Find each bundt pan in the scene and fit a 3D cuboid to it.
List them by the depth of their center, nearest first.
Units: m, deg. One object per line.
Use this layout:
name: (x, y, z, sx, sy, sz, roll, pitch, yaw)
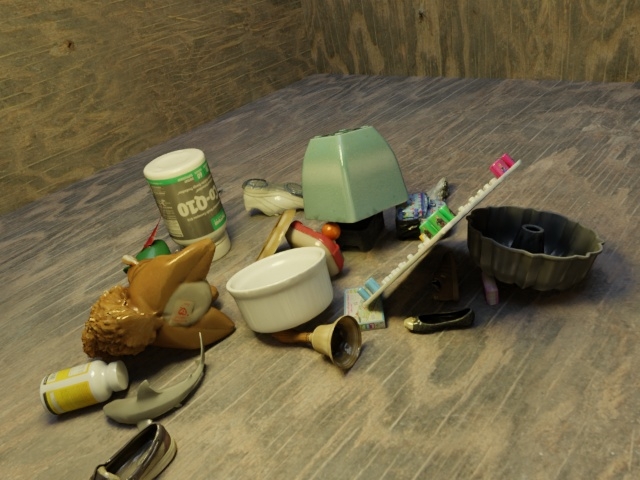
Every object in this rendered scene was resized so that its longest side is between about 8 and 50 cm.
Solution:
bundt pan: (0.533, 0.022, 1.256, 0.331, 0.124, 0.331, 3, 26, -1)

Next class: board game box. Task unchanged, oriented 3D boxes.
board game box: (0.294, -0.026, 1.240, 0.050, 0.390, 0.390, 48, 52, 10)
board game box: (0.116, 0.179, 1.304, 0.104, 0.026, 0.154, -8, 32, 8)

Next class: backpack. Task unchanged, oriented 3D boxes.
backpack: (0.331, -0.081, 1.555, 0.173, 0.116, 0.158, -1, 33, 17)

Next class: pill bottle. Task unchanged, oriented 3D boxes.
pill bottle: (-0.583, 0.359, 1.210, 0.184, 0.103, 0.103, -15, 31, -3)
pill bottle: (-0.439, -0.110, 1.657, 0.204, 0.361, 0.204, -10, 32, 6)

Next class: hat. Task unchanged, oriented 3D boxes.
hat: (-0.557, 0.007, 1.621, 0.209, 0.183, 0.173, -13, -14, 18)

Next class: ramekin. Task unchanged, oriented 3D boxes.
ramekin: (-0.099, 0.130, 1.302, 0.277, 0.135, 0.277, -18, 15, 5)

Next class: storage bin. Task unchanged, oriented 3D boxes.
storage bin: (0.128, -0.048, 1.609, 0.122, 0.084, 0.180, 4, 35, 26)

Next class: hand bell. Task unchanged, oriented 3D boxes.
hand bell: (-0.031, 0.241, 1.214, 0.242, 0.126, 0.126, -2, 31, 40)

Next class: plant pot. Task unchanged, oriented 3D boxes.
plant pot: (0.087, -0.214, 1.504, 0.248, 0.252, 0.247, -22, 17, -34)
plant pot: (-0.149, -0.002, 1.531, 0.032, 0.236, 0.236, 29, 35, -8)

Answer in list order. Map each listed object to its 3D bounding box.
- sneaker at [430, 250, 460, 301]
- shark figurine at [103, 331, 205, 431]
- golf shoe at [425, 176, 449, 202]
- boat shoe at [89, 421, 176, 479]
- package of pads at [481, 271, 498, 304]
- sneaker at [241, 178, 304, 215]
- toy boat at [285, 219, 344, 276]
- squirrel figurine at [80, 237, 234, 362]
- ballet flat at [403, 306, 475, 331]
sneaker: (0.334, 0.093, 1.322, 0.071, 0.066, 0.188, -6, 31, 13)
shark figurine: (-0.372, 0.346, 1.147, 0.278, 0.116, 0.166, -30, 37, -22)
golf shoe: (0.406, -0.173, 1.724, 0.086, 0.069, 0.176, -2, 32, 29)
boat shoe: (-0.412, 0.481, 0.959, 0.103, 0.092, 0.285, 13, 40, 36)
package of pads: (0.436, 0.121, 1.253, 0.032, 0.050, 0.083, -6, 33, 11)
sneaker: (-0.155, -0.156, 1.873, 0.297, 0.129, 0.111, 9, 31, 1)
toy boat: (0.000, 0.000, 1.501, 0.151, 0.151, 0.231, -43, 41, -21)
squirrel figurine: (-0.488, 0.157, 1.351, 0.397, 0.281, 0.370, -30, 29, -30)
ballet flat: (0.291, 0.190, 1.198, 0.173, 0.049, 0.057, -9, 31, 8)
